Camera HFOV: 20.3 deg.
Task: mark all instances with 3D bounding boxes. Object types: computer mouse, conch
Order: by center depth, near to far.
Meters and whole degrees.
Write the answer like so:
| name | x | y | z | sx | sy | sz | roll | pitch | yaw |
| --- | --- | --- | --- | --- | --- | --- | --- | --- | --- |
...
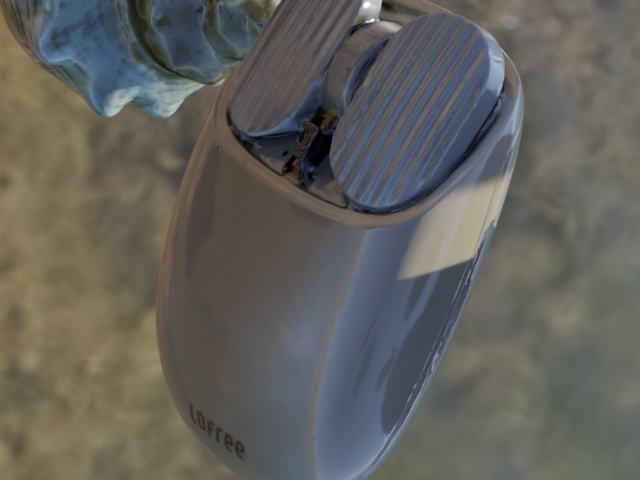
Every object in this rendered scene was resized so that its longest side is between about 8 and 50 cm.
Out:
| name | x | y | z | sx | sy | sz | roll | pitch | yaw |
| --- | --- | --- | --- | --- | --- | --- | --- | --- | --- |
| computer mouse | 0.000 | 0.000 | 0.781 | 0.082 | 0.145 | 0.236 | 1 | 117 | -48 |
| conch | -0.155 | -0.207 | 1.225 | 0.203 | 0.386 | 0.169 | -48 | 153 | -18 |
